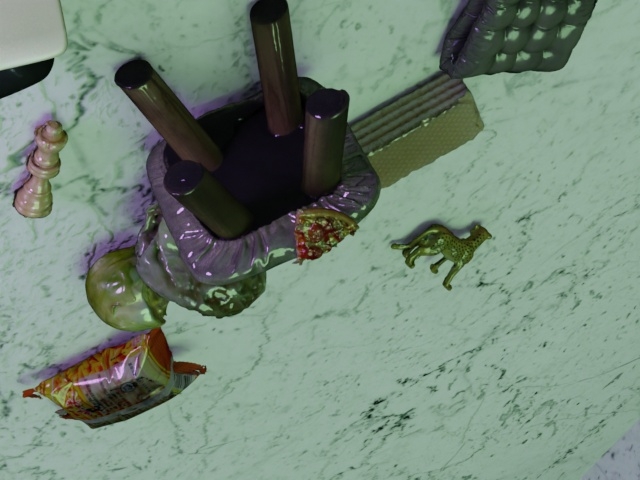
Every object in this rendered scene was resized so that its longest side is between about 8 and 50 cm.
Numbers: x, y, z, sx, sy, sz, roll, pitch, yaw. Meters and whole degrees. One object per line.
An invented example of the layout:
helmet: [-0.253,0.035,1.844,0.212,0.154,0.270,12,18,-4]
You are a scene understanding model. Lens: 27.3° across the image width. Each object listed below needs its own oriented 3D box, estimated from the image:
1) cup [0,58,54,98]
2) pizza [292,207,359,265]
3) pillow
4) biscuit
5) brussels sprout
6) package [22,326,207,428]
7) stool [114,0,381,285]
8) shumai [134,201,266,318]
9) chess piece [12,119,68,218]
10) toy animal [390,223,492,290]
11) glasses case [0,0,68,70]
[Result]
cup: [-0.423,-0.243,1.625,0.177,0.169,0.223,-30,179,11]
pizza: [0.011,-0.010,1.809,0.099,0.029,0.100,-12,135,-19]
pillow: [0.337,-0.381,2.039,0.228,0.101,0.326,-7,141,-25]
biscuit: [0.069,-0.131,2.211,0.426,0.078,0.144,-28,149,3]
brussels sprout: [-0.325,0.086,2.174,0.122,0.149,0.151,-15,134,12]
package: [-0.374,0.266,2.427,0.288,0.108,0.223,-28,147,6]
stool: [-0.109,-0.141,1.862,0.310,0.310,0.226,-27,142,-3]
shumai: [-0.162,-0.011,2.105,0.222,0.225,0.261,-54,164,12]
chess piece: [-0.404,-0.108,1.915,0.060,0.060,0.172,-6,140,-31]
toy animal: [0.236,0.006,2.557,0.181,0.073,0.136,28,111,-39]
glasses case: [-0.371,-0.343,1.435,0.131,0.070,0.312,-16,113,-17]
